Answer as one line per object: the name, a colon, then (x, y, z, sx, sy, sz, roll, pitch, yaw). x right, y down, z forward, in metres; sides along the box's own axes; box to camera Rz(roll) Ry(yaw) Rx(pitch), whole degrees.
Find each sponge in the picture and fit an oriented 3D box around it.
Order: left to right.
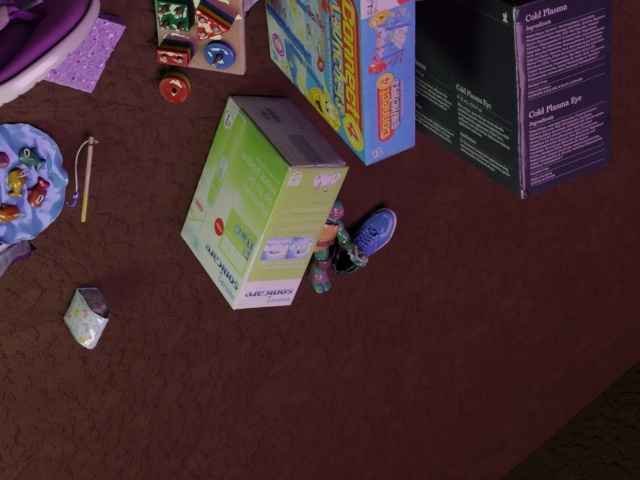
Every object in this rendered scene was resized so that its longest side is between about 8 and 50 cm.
sponge: (-0.383, -0.283, 1.889, 0.210, 0.031, 0.117, 12, 120, -44)

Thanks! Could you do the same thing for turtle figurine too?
turtle figurine: (0.000, 0.000, 2.390, 0.175, 0.118, 0.234, 16, 137, -10)

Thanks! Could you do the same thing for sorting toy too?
sorting toy: (-0.178, -0.304, 1.953, 0.132, 0.046, 0.274, 10, 132, 10)

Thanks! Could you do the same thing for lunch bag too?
lunch bag: (-0.382, 0.130, 2.251, 0.053, 0.083, 0.071, 4, 125, -39)

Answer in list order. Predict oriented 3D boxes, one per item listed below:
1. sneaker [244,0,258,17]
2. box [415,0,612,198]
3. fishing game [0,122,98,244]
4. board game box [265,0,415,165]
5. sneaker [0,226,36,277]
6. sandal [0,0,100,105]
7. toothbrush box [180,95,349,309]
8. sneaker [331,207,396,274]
sneaker: (-0.137, -0.355, 1.992, 0.178, 0.077, 0.072, -45, -173, 31)
box: (0.280, -0.288, 2.102, 0.179, 0.343, 0.312, -21, 125, -21)
fishing game: (-0.454, -0.078, 1.985, 0.264, 0.041, 0.189, 3, 105, -35)
board game box: (0.022, -0.317, 1.955, 0.086, 0.302, 0.308, -23, 138, -18)
sneaker: (-0.537, 0.053, 2.062, 0.224, 0.083, 0.098, -32, 146, -9)
sandal: (-0.476, -0.225, 1.736, 0.416, 0.169, 0.102, -28, 131, 4)
toothbrush box: (-0.096, -0.062, 2.188, 0.122, 0.206, 0.283, -4, 131, -36)
sneaker: (0.078, 0.005, 2.485, 0.152, 0.058, 0.084, -45, 175, 17)
